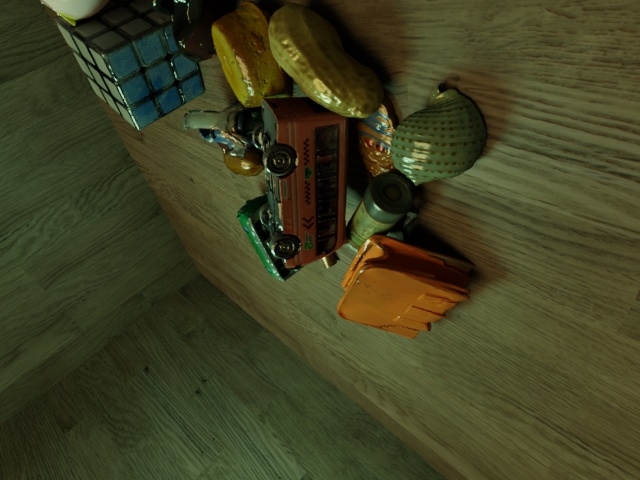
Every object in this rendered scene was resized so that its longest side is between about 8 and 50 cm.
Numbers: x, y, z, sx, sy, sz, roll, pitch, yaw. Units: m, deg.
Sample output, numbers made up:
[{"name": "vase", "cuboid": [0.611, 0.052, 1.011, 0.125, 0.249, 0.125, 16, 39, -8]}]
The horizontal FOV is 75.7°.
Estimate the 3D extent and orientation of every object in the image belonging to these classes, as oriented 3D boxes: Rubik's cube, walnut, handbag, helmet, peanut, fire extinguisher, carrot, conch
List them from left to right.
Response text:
[{"name": "Rubik's cube", "cuboid": [-0.627, -0.624, 1.405, 0.303, 0.305, 0.301, 37, 153, 21]}, {"name": "helmet", "cuboid": [-0.336, -0.591, 1.103, 0.189, 0.193, 0.216, 53, 147, 8]}, {"name": "walnut", "cuboid": [-0.281, -0.294, 1.535, 0.207, 0.116, 0.116, 17, 140, 38]}, {"name": "carrot", "cuboid": [0.000, 0.000, 1.546, 0.057, 0.057, 0.224, 10, 130, 53]}, {"name": "peanut", "cuboid": [0.009, -0.378, 0.884, 0.306, 0.147, 0.147, 52, 155, 10]}, {"name": "fire extinguisher", "cuboid": [0.162, -0.029, 1.138, 0.200, 0.113, 0.376, 46, 160, 6]}, {"name": "handbag", "cuboid": [0.221, 0.148, 1.194, 0.303, 0.116, 0.410, 17, 151, -1]}, {"name": "conch", "cuboid": [0.218, -0.192, 0.821, 0.172, 0.131, 0.200, 34, 151, 32]}]

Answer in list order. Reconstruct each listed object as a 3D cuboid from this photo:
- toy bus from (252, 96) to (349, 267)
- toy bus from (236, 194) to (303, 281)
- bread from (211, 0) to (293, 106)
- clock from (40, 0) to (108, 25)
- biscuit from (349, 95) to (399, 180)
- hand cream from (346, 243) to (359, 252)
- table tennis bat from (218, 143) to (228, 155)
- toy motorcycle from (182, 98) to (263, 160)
[{"name": "toy bus", "cuboid": [-0.045, -0.150, 1.092, 0.203, 0.232, 0.427, -119, 23, -52]}, {"name": "toy bus", "cuboid": [-0.194, -0.023, 1.671, 0.199, 0.183, 0.344, 23, 143, 53]}, {"name": "bread", "cuboid": [-0.174, -0.464, 1.049, 0.269, 0.145, 0.268, 55, 166, 22]}, {"name": "clock", "cuboid": [-0.720, -0.855, 1.151, 0.368, 0.377, 0.250, 38, -177, 23]}, {"name": "biscuit", "cuboid": [0.144, -0.227, 1.013, 0.183, 0.043, 0.280, 35, 148, 35]}, {"name": "hand cream", "cuboid": [0.089, -0.009, 1.394, 0.174, 0.047, 0.076, 33, 152, 49]}, {"name": "table tennis bat", "cuboid": [-0.403, -0.395, 1.691, 0.098, 0.019, 0.155, 29, 145, 36]}, {"name": "toy motorcycle", "cuboid": [-0.298, -0.386, 1.333, 0.241, 0.182, 0.319, 34, 168, -37]}]
